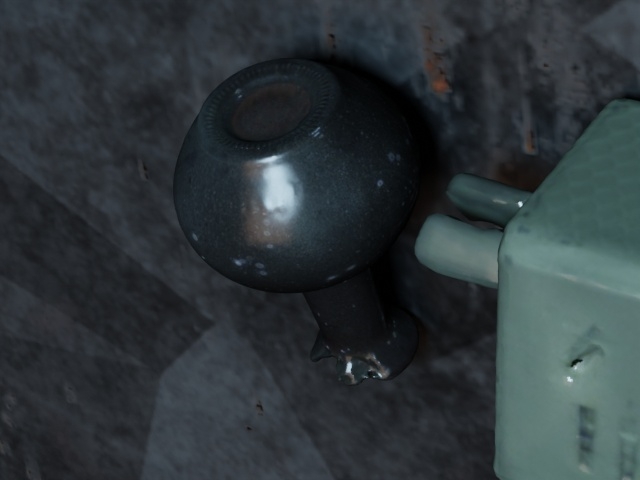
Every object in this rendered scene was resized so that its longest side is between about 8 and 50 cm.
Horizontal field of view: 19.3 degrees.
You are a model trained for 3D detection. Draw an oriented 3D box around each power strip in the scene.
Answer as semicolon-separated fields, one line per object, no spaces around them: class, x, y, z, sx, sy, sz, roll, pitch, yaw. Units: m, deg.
power strip;0.148;0.033;0.815;0.224;0.139;0.140;16;130;26

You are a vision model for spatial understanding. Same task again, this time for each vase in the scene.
vase;0.000;0.000;0.925;0.120;0.120;0.183;10;141;30
